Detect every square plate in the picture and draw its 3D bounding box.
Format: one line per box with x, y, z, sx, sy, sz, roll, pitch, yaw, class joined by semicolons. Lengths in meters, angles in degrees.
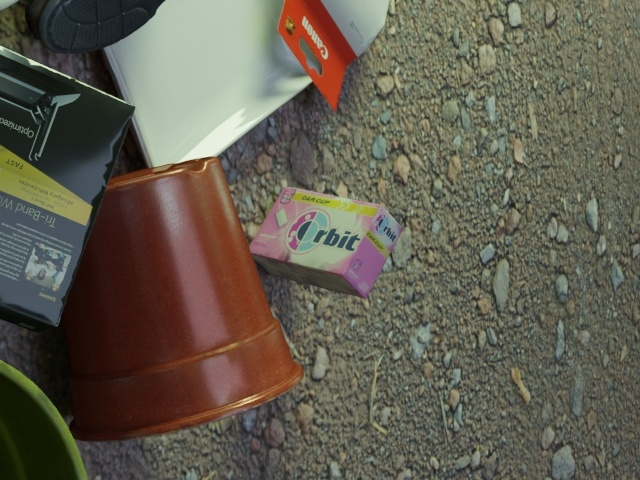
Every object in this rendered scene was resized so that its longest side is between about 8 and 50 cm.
-0.156;-0.284;1.720;0.347;0.049;0.344;-43;123;-40;square plate

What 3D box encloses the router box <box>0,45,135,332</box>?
-0.364;-0.077;1.362;0.309;0.081;0.243;24;72;-21;router box

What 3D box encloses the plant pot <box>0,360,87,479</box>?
-0.443;0.254;1.172;0.366;0.353;0.366;-3;95;-50;plant pot

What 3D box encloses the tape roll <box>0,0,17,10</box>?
-0.343;-0.414;1.360;0.392;0.072;0.392;12;90;-72;tape roll

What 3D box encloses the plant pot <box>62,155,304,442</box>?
-0.181;0.055;1.568;0.272;0.272;0.265;-22;101;-48;plant pot

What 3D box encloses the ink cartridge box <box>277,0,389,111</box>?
0.025;-0.320;1.881;0.189;0.066;0.232;50;39;-49;ink cartridge box

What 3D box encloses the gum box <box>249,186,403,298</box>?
0.000;0.000;1.824;0.062;0.188;0.107;46;66;-42;gum box

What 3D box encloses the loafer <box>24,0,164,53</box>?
-0.218;-0.302;1.560;0.302;0.095;0.109;-38;149;-35;loafer
